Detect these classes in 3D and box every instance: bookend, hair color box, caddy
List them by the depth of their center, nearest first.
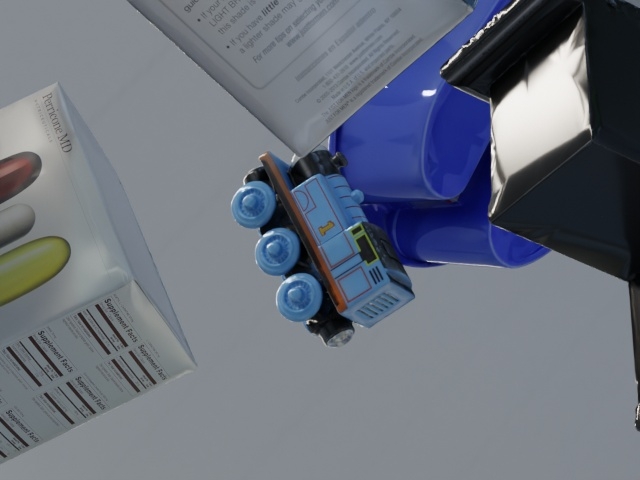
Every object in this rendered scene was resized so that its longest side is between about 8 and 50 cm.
[{"bbox_3d":[0.127,0.005,0.639,0.156,0.157,0.072,21,-40,-25],"label":"bookend"},{"bbox_3d":[-0.072,-0.236,1.129,0.174,0.347,0.105,-39,16,32],"label":"hair color box"},{"bbox_3d":[0.153,-0.130,1.702,0.241,0.179,0.341,44,-109,-30],"label":"caddy"}]

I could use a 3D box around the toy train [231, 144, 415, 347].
[{"bbox_3d":[0.000,0.000,1.484,0.105,0.184,0.080,-32,-26,11],"label":"toy train"}]

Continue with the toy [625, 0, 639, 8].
[{"bbox_3d":[0.249,-0.104,0.859,0.137,0.237,0.056,-45,13,11],"label":"toy"}]

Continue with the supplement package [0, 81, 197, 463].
[{"bbox_3d":[-0.231,0.032,1.278,0.203,0.194,0.149,-26,-33,0],"label":"supplement package"}]
